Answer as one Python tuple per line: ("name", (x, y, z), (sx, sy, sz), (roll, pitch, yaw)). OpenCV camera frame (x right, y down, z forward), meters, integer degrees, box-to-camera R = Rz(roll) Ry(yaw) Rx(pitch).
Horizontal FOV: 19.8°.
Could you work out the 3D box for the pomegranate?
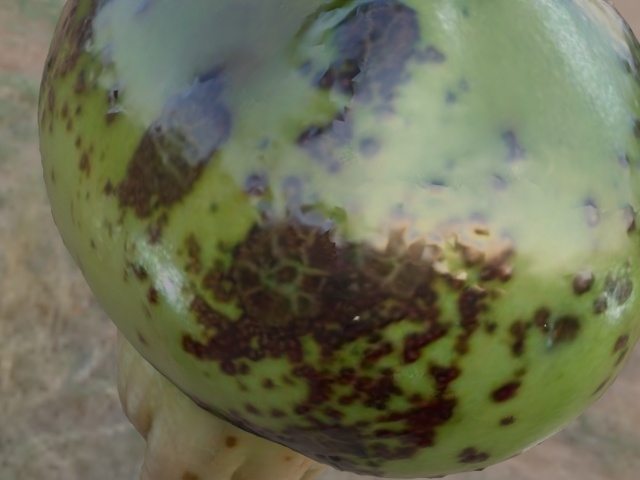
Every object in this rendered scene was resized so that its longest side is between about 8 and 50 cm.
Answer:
("pomegranate", (-0.015, -0.002, 0.645), (0.204, 0.276, 0.222), (31, 25, -45))
